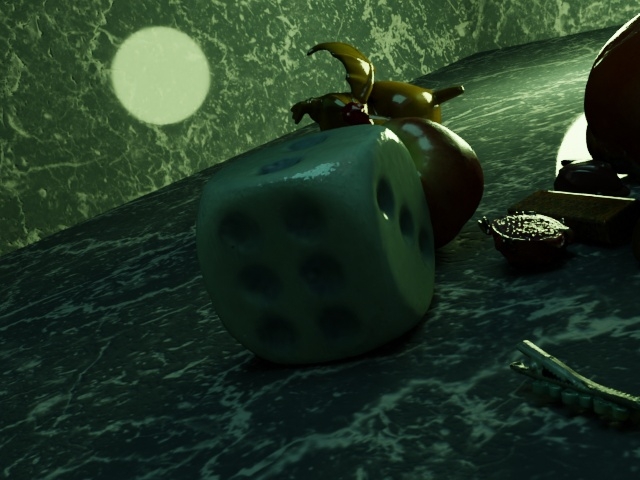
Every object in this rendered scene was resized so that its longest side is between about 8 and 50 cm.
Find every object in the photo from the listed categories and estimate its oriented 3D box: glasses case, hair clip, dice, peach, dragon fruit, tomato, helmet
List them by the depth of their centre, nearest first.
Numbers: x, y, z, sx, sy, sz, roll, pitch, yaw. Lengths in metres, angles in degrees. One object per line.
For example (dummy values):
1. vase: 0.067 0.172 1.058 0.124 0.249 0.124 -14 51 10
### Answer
1. hair clip: 0.255 0.145 0.819 0.049 0.049 0.173 -24 21 -23
2. tomato: 0.519 -0.180 1.096 0.273 0.341 0.341 -56 10 11
3. dice: 0.000 0.000 1.171 0.264 0.268 0.262 -10 17 23
4. dragon fruit: 0.303 0.007 1.216 0.126 0.068 0.112 -6 25 -8
5. glasses case: 0.390 -0.035 1.286 0.075 0.049 0.218 -30 19 -20
6. peach: 0.157 -0.079 1.409 0.232 0.257 0.233 -9 57 15
7. helmet: 0.455 -0.102 1.413 0.123 0.071 0.098 -13 15 18

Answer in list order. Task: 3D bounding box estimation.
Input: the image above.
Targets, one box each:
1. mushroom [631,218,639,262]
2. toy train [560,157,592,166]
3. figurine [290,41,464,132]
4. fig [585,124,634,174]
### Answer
1. mushroom: 0.451 -0.009 1.095 0.088 0.072 0.129 -55 -8 24
2. toy train: 0.505 -0.152 1.634 0.017 0.017 0.083 -21 16 -24
3. figurine: 0.147 -0.294 2.107 0.386 0.268 0.401 -6 44 -25
4. fig: 0.555 -0.179 1.485 0.149 0.202 0.148 -5 54 34
